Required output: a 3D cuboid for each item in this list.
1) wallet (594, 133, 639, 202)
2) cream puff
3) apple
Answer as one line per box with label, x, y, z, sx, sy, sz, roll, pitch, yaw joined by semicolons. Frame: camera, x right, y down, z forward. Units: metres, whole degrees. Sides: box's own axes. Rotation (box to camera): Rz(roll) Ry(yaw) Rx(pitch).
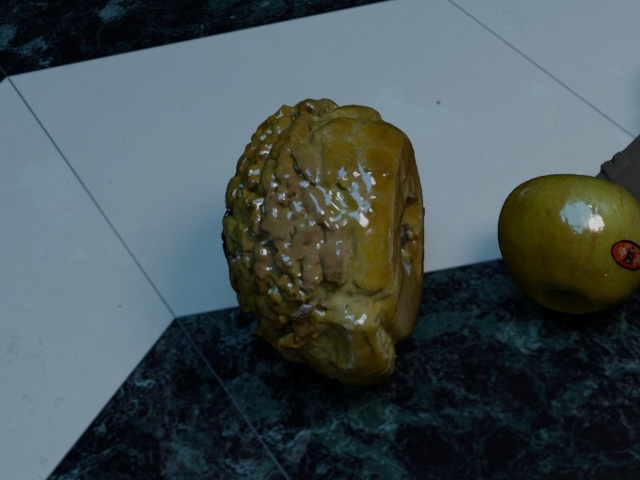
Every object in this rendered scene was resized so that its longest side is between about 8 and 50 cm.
wallet;0.399;-0.066;1.417;0.152;0.039;0.118;-48;40;30
cream puff;0.000;0.000;1.343;0.231;0.327;0.343;1;88;11
apple;0.305;0.006;1.336;0.182;0.182;0.155;4;74;17
